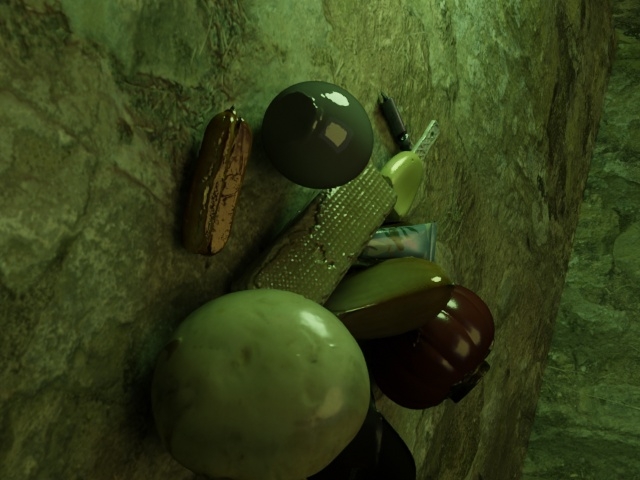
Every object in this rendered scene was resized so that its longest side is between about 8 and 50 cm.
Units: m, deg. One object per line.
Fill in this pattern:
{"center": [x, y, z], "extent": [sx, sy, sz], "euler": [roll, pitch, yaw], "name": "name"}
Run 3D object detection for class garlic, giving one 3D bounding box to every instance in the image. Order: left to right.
{"center": [0.083, 0.113, 1.471], "extent": [0.339, 0.196, 0.151], "euler": [-8, 75, -18], "name": "garlic"}

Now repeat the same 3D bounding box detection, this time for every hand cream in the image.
{"center": [0.133, 0.003, 1.548], "extent": [0.256, 0.055, 0.088], "euler": [0, 94, -30], "name": "hand cream"}

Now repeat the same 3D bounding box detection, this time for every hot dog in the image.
{"center": [-0.156, -0.092, 1.137], "extent": [0.092, 0.062, 0.235], "euler": [26, 77, -58], "name": "hot dog"}

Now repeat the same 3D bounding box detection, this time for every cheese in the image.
{"center": [0.201, -0.170, 1.695], "extent": [0.255, 0.050, 0.127], "euler": [-58, 136, -21], "name": "cheese"}

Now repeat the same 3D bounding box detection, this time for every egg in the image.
{"center": [0.002, -0.173, 1.272], "extent": [0.232, 0.176, 0.176], "euler": [13, 85, -59], "name": "egg"}

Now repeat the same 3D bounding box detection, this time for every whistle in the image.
{"center": [0.166, -0.259, 1.670], "extent": [0.033, 0.033, 0.176], "euler": [-65, 145, -27], "name": "whistle"}

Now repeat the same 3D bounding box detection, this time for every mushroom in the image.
{"center": [-0.087, 0.240, 1.150], "extent": [0.336, 0.315, 0.314], "euler": [96, 17, -60], "name": "mushroom"}

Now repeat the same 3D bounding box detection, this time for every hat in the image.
{"center": [0.023, 0.390, 1.376], "extent": [0.209, 0.336, 0.238], "euler": [-6, 125, -21], "name": "hat"}

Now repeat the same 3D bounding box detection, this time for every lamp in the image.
{"center": [0.244, 0.231, 1.680], "extent": [0.303, 0.257, 0.303], "euler": [-47, 172, -9], "name": "lamp"}

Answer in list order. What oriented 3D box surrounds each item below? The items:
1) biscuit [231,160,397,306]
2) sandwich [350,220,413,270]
{"center": [0.000, 0.000, 1.363], "extent": [0.144, 0.078, 0.426], "euler": [50, 47, -13], "name": "biscuit"}
{"center": [0.149, 0.014, 1.649], "extent": [0.258, 0.096, 0.094], "euler": [-18, 106, -59], "name": "sandwich"}
